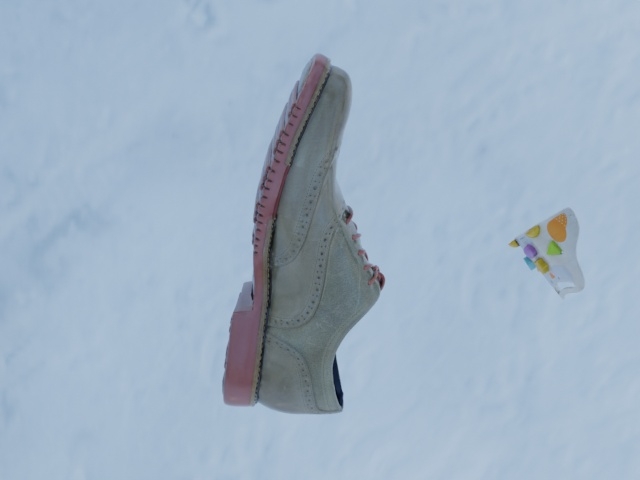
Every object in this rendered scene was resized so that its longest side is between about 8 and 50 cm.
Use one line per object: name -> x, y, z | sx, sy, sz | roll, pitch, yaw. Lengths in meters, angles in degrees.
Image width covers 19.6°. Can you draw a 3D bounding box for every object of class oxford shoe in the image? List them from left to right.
oxford shoe -> 0.000, 0.000, 1.684 | 0.130, 0.348, 0.123 | 12, 26, 1

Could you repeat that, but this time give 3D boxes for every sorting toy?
sorting toy -> 0.221, 0.019, 1.756 | 0.045, 0.083, 0.075 | -28, 85, -22
